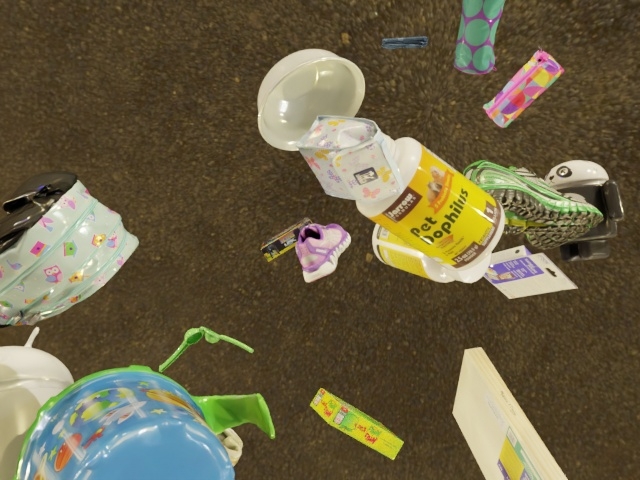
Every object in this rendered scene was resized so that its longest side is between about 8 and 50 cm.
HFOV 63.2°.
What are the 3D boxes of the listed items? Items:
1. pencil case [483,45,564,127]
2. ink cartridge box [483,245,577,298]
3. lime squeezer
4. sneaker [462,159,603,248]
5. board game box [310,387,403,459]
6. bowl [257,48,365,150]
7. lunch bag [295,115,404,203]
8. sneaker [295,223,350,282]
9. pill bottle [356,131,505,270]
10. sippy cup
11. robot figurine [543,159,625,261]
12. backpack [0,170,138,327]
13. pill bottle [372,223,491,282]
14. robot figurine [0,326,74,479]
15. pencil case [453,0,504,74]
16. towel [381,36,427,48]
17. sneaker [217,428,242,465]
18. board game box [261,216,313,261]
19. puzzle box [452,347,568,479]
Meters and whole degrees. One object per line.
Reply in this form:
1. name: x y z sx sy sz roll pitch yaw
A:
1. pencil case: 0.583 -0.439 1.504 0.104 0.104 0.236 39 129 0
2. ink cartridge box: 0.583 0.091 1.480 0.206 0.045 0.208 36 145 -31
3. lime squeezer: -0.350 0.309 1.559 0.311 0.109 0.058 -14 139 13
4. sneaker: 0.437 -0.084 1.059 0.344 0.146 0.134 14 141 -28
5. board game box: 0.074 0.374 1.061 0.181 0.092 0.043 37 81 -24
6. bowl: -0.045 -0.387 1.354 0.298 0.298 0.134 -38 61 18
7. lunch bag: 0.030 -0.072 0.473 0.083 0.053 0.071 14 152 38
8. sneaker: 0.000 0.000 1.224 0.095 0.236 0.104 -26 104 22
9. pill bottle: 0.130 -0.056 0.690 0.215 0.117 0.117 31 109 -19
10. sippy cup: -0.210 0.270 0.589 0.240 0.305 0.224 41 154 -20
11. robot figurine: 0.710 -0.082 1.433 0.209 0.174 0.277 -8 85 26
12. backpack: -0.281 0.011 0.533 0.182 0.151 0.115 -24 127 32
13. pill bottle: 0.322 0.016 1.527 0.188 0.334 0.187 -8 105 -31
14. robot figurine: -0.450 0.304 0.740 0.300 0.199 0.353 -11 62 -20
15. pencil case: 0.250 -0.338 0.800 0.070 0.064 0.151 -3 126 -8
16. towel: 0.234 -0.546 1.438 0.120 0.067 0.029 5 111 22
17. sneaker: -0.198 0.453 0.942 0.169 0.108 0.292 -41 69 18
18. board game box: -0.097 -0.007 1.578 0.170 0.141 0.048 -31 99 -2
19. puzzle box: 0.455 0.510 1.311 0.052 0.408 0.271 -7 125 -10
